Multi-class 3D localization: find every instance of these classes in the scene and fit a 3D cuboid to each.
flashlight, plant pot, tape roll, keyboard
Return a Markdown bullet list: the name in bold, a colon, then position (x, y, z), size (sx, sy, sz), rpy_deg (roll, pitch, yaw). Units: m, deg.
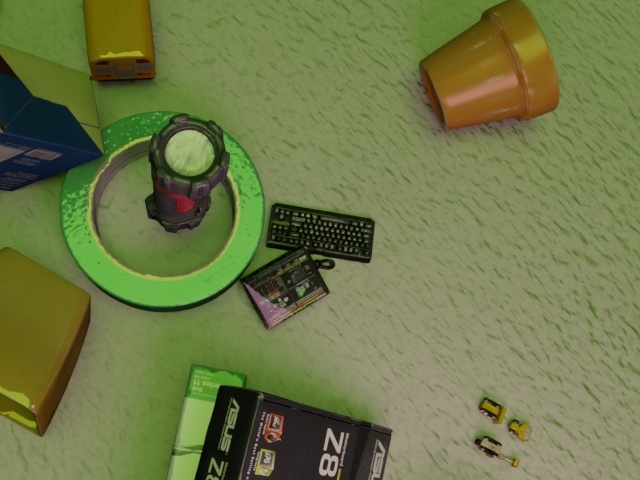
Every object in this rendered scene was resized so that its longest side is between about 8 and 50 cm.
- **flashlight**: position (-0.185, -0.080, 1.119), size (0.103, 0.304, 0.103), rpy_deg (39, 75, 0)
- **plant pot**: position (-0.449, 0.139, 1.173), size (0.212, 0.212, 0.187), rpy_deg (31, 62, -2)
- **tape roll**: position (-0.252, -0.046, 1.298), size (0.321, 0.077, 0.321), rpy_deg (2, 79, -9)
- **keyboard**: position (0.000, 0.000, 1.357), size (0.180, 0.023, 0.108), rpy_deg (9, 78, -7)
- **plant pot**: position (0.280, -0.284, 1.384), size (0.188, 0.205, 0.205), rpy_deg (-22, 83, 3)

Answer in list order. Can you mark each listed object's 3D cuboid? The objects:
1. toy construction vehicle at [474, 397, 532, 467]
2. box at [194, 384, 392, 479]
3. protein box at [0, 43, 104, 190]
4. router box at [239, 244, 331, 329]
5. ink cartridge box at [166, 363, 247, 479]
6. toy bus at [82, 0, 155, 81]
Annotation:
- **toy construction vehicle**: position (0.298, 0.322, 1.339), size (0.098, 0.035, 0.086), rpy_deg (27, 65, -6)
- **box**: position (-0.059, 0.430, 1.137), size (0.318, 0.097, 0.395), rpy_deg (29, 70, -47)
- **protein box**: position (-0.471, -0.173, 1.184), size (0.201, 0.200, 0.136), rpy_deg (-16, 79, 25)
- **router box**: position (-0.058, 0.075, 1.311), size (0.122, 0.038, 0.092), rpy_deg (-30, 102, -13)
- **ink cartridge box**: position (-0.172, 0.299, 1.201), size (0.087, 0.153, 0.208), rpy_deg (12, 76, -4)
- **toy bus**: position (-0.343, -0.432, 1.332), size (0.108, 0.130, 0.332), rpy_deg (-6, 80, -10)
